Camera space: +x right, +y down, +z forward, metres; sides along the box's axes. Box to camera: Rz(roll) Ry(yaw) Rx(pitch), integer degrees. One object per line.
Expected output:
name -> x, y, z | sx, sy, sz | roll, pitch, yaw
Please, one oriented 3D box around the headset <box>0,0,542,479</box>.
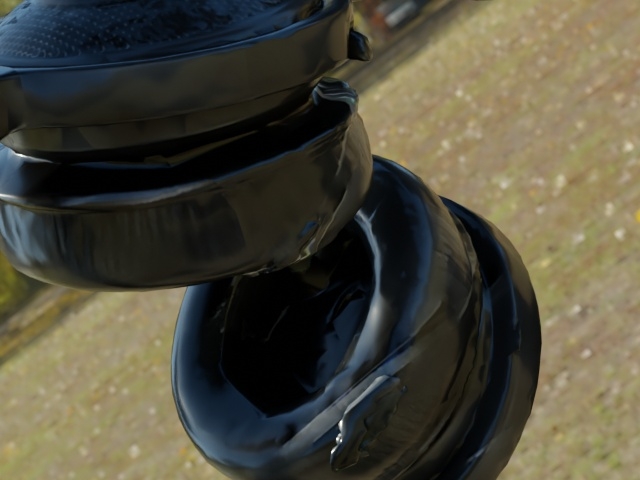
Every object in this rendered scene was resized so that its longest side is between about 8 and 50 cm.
headset -> 0.000, 0.000, 0.482 | 0.185, 0.243, 0.394 | 16, 60, 48
